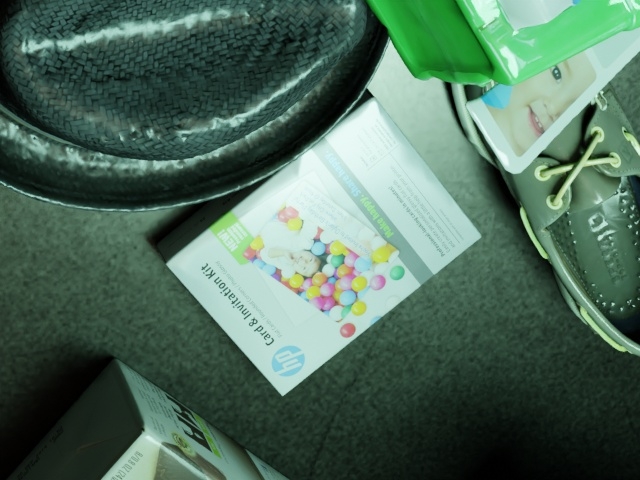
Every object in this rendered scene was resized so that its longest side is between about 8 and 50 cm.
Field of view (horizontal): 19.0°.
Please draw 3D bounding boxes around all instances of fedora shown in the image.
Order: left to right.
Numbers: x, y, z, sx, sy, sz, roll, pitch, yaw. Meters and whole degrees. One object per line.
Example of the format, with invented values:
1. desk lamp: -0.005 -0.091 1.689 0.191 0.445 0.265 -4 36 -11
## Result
1. fedora: -0.092 -0.142 1.186 0.334 0.152 0.334 -6 112 -14

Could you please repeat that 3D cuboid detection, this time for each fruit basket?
1. fruit basket: 0.159 -0.268 1.137 0.353 0.165 0.327 -39 114 -15

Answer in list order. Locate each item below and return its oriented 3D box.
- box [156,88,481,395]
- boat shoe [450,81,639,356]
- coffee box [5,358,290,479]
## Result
1. box: 0.000 0.000 1.355 0.186 0.038 0.145 -38 119 2
2. boat shoe: 0.187 -0.043 1.366 0.109 0.091 0.305 -31 119 -3
3. coffee box: -0.083 0.245 1.392 0.297 0.119 0.168 38 97 -28
